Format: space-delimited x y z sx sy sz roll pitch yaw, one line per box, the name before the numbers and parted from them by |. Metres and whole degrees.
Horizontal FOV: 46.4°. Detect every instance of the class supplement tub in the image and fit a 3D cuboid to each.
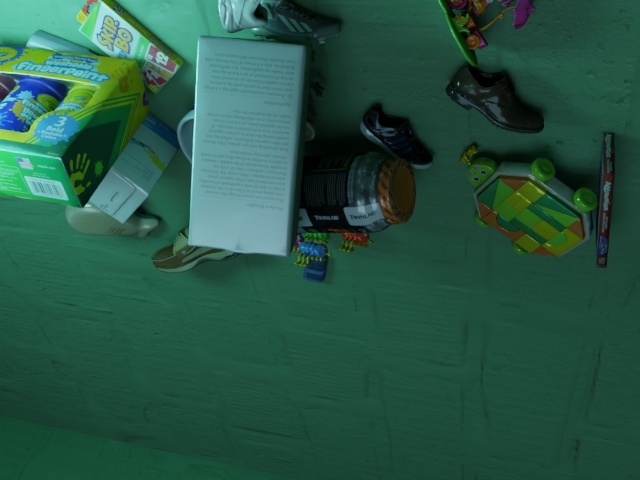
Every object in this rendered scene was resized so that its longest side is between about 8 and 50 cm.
supplement tub | 0.055 -0.113 1.789 0.316 0.193 0.193 0 135 33

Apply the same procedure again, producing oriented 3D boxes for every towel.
towel | -0.016 0.079 2.212 0.067 0.029 0.119 15 138 6

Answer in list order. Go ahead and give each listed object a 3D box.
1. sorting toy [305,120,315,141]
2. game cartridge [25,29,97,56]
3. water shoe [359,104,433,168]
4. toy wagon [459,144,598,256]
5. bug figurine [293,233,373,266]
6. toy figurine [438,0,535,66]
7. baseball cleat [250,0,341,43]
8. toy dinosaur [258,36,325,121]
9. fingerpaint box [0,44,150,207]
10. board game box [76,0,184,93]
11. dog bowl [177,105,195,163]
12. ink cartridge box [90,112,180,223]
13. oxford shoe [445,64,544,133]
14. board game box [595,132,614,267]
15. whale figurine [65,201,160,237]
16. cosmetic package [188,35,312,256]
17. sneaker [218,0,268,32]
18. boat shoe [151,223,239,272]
sorting toy | -0.121 -0.315 1.800 0.208 0.038 0.193 47 155 -21
game cartridge | -0.684 -0.399 1.970 0.198 0.062 0.297 18 139 -2
water shoe | 0.189 -0.240 1.758 0.203 0.073 0.080 29 134 -10
toy wagon | 0.467 -0.093 1.764 0.344 0.068 0.267 34 147 -3
bug figurine | 0.000 0.000 2.001 0.216 0.279 0.072 9 106 36
toy figurine | 0.334 -0.457 1.466 0.159 0.130 0.173 -26 96 25
baseball cleat | -0.058 -0.483 1.607 0.206 0.072 0.109 2 122 10
toy dinosaur | -0.058 -0.377 1.728 0.118 0.064 0.268 -4 130 35
fingerpaint box | -0.694 -0.288 1.772 0.445 0.371 0.163 10 139 14
board game box | -0.467 -0.480 1.810 0.259 0.039 0.124 41 134 -17
dog bowl | -0.219 -0.238 1.858 0.265 0.104 0.265 24 148 16
ink cartridge box | -0.505 -0.202 1.964 0.168 0.232 0.171 36 136 -16
oxford shoe | 0.390 -0.303 1.603 0.227 0.083 0.096 26 134 -6
board game box | 0.639 -0.086 1.679 0.027 0.145 0.281 1 135 18
whale figurine | -0.620 -0.091 2.232 0.272 0.141 0.216 15 145 -31
cosmetic package | -0.152 -0.209 1.642 0.230 0.161 0.453 7 105 3
sneaker | -0.156 -0.520 1.476 0.115 0.090 0.232 1 144 13
boat shoe | -0.369 0.002 2.224 0.324 0.122 0.120 -15 122 24
